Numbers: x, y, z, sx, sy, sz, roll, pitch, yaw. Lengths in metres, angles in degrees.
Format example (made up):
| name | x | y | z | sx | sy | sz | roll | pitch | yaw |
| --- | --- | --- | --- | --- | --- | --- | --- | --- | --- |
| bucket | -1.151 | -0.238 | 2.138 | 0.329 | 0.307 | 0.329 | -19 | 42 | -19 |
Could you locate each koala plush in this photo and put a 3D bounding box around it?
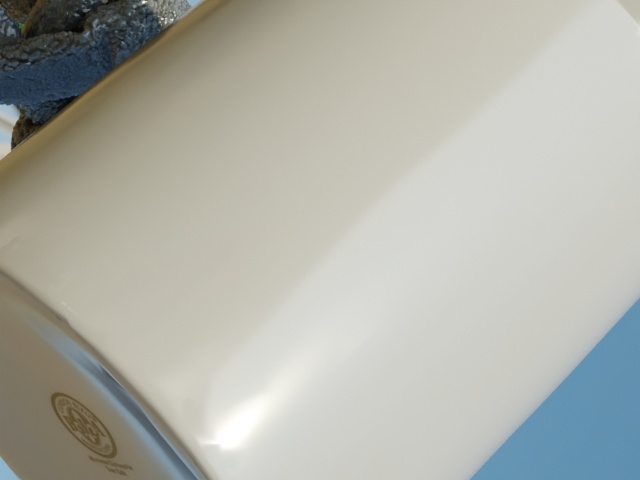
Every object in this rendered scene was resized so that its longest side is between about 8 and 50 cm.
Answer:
| name | x | y | z | sx | sy | sz | roll | pitch | yaw |
| --- | --- | --- | --- | --- | --- | --- | --- | --- | --- |
| koala plush | -0.205 | -0.204 | 1.261 | 0.203 | 0.196 | 0.221 | -19 | -118 | 3 |

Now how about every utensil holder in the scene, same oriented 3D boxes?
| name | x | y | z | sx | sy | sz | roll | pitch | yaw |
| --- | --- | --- | --- | --- | --- | --- | --- | --- | --- |
| utensil holder | 0.000 | 0.000 | 0.872 | 0.385 | 0.328 | 0.327 | -41 | -165 | -27 |

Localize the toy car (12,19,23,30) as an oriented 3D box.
| name | x | y | z | sx | sy | sz | roll | pitch | yaw |
| --- | --- | --- | --- | --- | --- | --- | --- | --- | --- |
| toy car | -0.400 | -0.343 | 1.779 | 0.053 | 0.225 | 0.239 | -25 | -156 | 23 |
